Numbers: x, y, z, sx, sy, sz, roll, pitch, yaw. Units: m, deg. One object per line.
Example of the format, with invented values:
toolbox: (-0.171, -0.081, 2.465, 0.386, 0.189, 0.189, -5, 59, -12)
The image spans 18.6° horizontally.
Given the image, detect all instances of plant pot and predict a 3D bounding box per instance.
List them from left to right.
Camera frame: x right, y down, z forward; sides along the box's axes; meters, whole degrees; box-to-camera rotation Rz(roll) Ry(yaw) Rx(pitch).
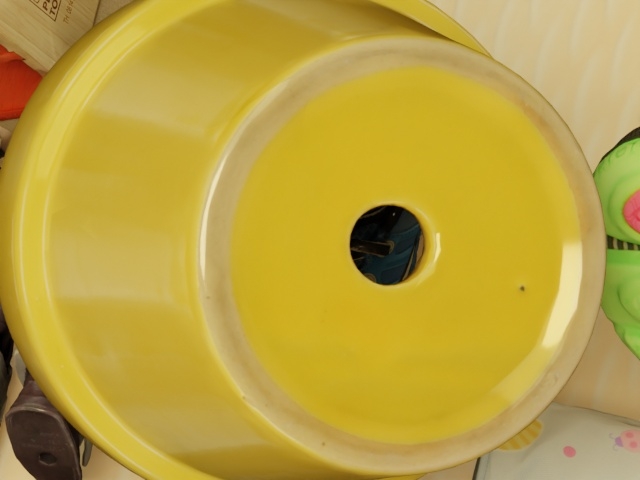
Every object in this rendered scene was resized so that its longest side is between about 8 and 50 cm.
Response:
plant pot: (0.000, 0.000, 0.830, 0.254, 0.239, 0.254, 0, 91, -16)

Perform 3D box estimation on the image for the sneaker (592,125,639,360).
sneaker: (0.338, -0.014, 0.904, 0.483, 0.185, 0.202, -2, 36, -15)

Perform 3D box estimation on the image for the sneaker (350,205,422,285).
sneaker: (-0.008, 0.014, 1.023, 0.130, 0.147, 0.330, 6, 67, 12)

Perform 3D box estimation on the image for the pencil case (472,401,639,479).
pencil case: (0.205, 0.149, 0.971, 0.273, 0.113, 0.124, 5, 86, 10)

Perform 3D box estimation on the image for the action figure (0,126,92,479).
action figure: (-0.144, -0.001, 1.084, 0.185, 0.099, 0.285, 4, 56, 16)

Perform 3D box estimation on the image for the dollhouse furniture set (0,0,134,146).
dollhouse furniture set: (-0.215, -0.096, 1.021, 0.259, 0.135, 0.262, -7, 60, 35)
